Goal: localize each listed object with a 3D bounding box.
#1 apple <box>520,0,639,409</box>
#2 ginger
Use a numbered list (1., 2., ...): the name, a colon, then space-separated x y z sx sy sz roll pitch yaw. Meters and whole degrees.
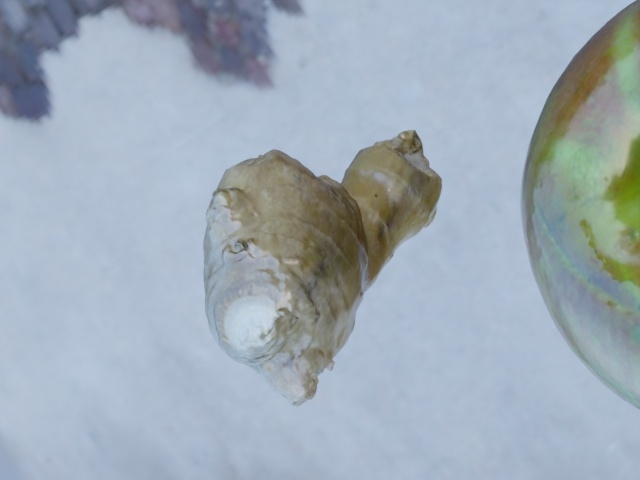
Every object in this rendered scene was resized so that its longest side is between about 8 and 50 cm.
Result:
1. apple: 0.234 -0.017 0.999 0.246 0.226 0.246 -13 68 37
2. ginger: -0.005 -0.006 0.852 0.067 0.165 0.096 -15 117 39
